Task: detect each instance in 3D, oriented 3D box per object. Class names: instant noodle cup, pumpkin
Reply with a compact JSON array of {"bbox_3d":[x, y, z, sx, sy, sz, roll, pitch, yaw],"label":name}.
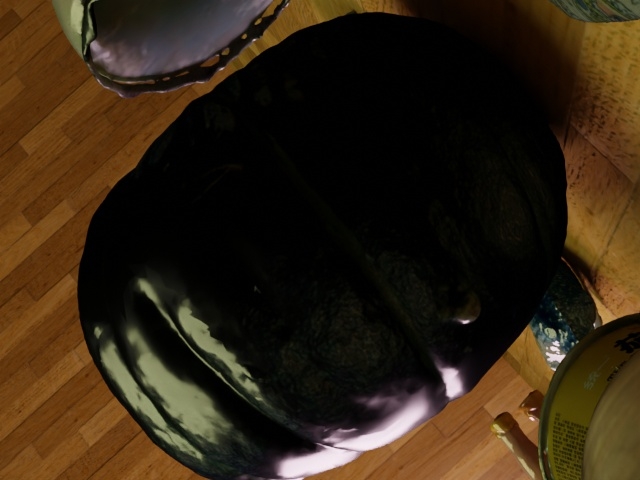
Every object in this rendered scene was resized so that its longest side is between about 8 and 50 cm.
[{"bbox_3d":[0.264,0.145,0.647,0.182,0.182,0.144,48,170,-11],"label":"instant noodle cup"},{"bbox_3d":[0.000,0.000,0.696,0.266,0.363,0.363,48,179,-8],"label":"pumpkin"}]

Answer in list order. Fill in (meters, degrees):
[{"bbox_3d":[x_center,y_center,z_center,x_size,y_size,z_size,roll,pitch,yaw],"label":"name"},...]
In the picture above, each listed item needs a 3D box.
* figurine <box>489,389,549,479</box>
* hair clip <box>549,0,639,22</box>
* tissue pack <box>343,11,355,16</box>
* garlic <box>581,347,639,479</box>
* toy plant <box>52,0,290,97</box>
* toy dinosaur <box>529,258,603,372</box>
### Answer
[{"bbox_3d":[0.242,0.235,0.791,0.240,0.175,0.116,46,162,34],"label":"figurine"},{"bbox_3d":[0.120,-0.114,0.369,0.066,0.036,0.229,55,178,-6],"label":"hair clip"},{"bbox_3d":[-0.029,-0.099,0.995,0.081,0.257,0.185,50,180,24],"label":"tissue pack"},{"bbox_3d":[0.229,0.160,0.377,0.322,0.241,0.322,62,175,9],"label":"garlic"},{"bbox_3d":[-0.184,-0.315,0.788,0.332,0.247,0.247,52,180,16],"label":"toy plant"},{"bbox_3d":[0.233,0.067,0.940,0.147,0.076,0.363,48,-167,-49],"label":"toy dinosaur"}]
